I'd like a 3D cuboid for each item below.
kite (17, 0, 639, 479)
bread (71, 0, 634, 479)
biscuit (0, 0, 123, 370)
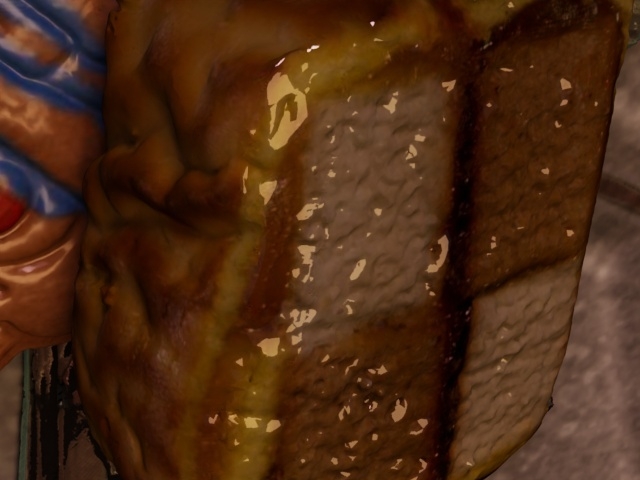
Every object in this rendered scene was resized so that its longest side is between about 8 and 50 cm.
[{"bbox_3d":[0.000,0.000,0.599,0.335,0.011,0.314,-40,129,6],"label":"kite"},{"bbox_3d":[0.011,-0.003,0.518,0.181,0.096,0.222,-15,127,-33],"label":"bread"},{"bbox_3d":[-0.135,-0.013,0.506,0.183,0.043,0.280,23,108,-30],"label":"biscuit"}]
